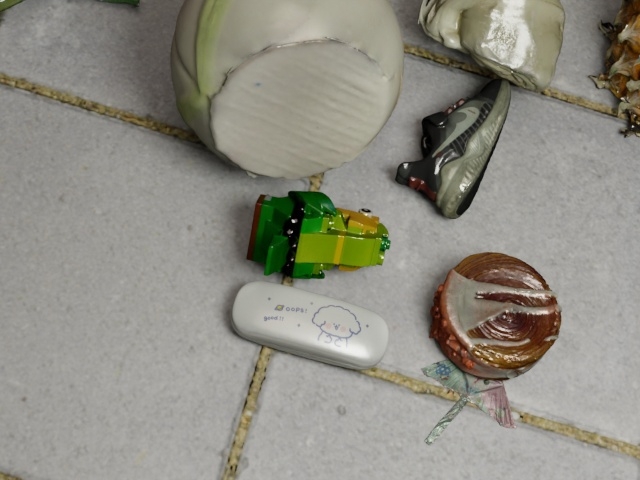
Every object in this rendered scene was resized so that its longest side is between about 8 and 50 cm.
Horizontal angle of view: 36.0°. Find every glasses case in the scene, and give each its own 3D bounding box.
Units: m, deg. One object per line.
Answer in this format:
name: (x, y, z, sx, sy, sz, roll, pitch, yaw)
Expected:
glasses case: (-0.013, 0.104, 1.209, 0.197, 0.049, 0.076, 16, 62, -1)

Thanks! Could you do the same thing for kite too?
kite: (0.182, 0.198, 1.221, 0.137, 0.005, 0.153, 31, 64, 7)

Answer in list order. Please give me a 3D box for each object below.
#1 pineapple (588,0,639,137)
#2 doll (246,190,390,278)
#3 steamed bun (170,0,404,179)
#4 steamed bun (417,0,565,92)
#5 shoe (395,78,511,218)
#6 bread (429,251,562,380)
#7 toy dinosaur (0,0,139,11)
pineapple: (0.574, -0.295, 1.369, 0.352, 0.300, 0.353, 1, 65, -2)
doll: (-0.003, -0.003, 1.226, 0.186, 0.106, 0.134, 1, 22, -26)
steamed bun: (-0.049, -0.251, 1.257, 0.309, 0.309, 0.309, 4, 64, -7)
steamed bun: (0.251, -0.324, 1.371, 0.211, 0.144, 0.218, 26, 30, 0)
shoe: (0.183, -0.139, 1.339, 0.112, 0.099, 0.228, 20, 63, 9)
bread: (0.217, 0.095, 1.238, 0.160, 0.073, 0.161, 3, 64, -7)
toy dinosaur: (-0.400, -0.415, 1.390, 0.300, 0.087, 0.447, 1, 62, -1)
